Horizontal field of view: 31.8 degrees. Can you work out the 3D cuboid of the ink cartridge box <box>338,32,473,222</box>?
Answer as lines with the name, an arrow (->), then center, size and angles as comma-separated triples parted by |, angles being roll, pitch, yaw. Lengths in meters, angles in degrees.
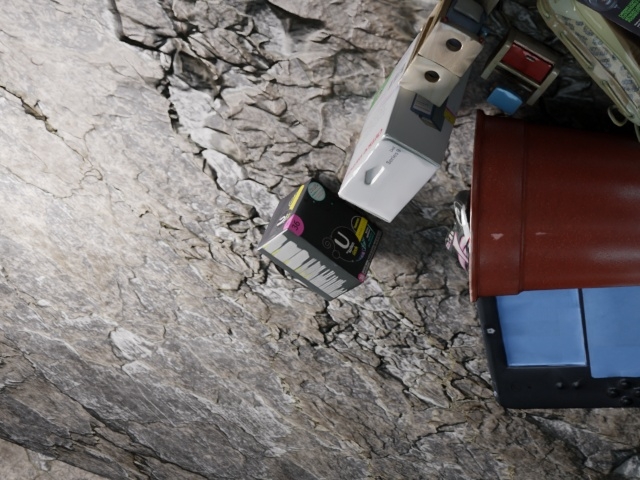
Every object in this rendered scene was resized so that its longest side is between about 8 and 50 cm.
ink cartridge box -> 0.117, -0.155, 1.555 | 0.093, 0.212, 0.154 | 29, 142, -8

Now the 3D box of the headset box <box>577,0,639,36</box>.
headset box -> 0.413, -0.313, 1.189 | 0.283, 0.246, 0.131 | 27, 142, -7

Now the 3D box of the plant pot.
plant pot -> 0.345, -0.044, 1.552 | 0.265, 0.272, 0.272 | 2, 139, 9

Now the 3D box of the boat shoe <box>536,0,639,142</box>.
boat shoe -> 0.390, -0.223, 1.438 | 0.089, 0.104, 0.285 | -21, 115, 47

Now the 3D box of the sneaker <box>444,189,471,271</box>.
sneaker -> 0.230, -0.006, 1.799 | 0.077, 0.072, 0.178 | 11, 136, 32

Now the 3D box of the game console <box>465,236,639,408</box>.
game console -> 0.424, 0.128, 1.783 | 0.342, 0.060, 0.386 | -6, 128, 13

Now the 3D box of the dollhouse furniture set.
dollhouse furniture set -> 0.224, -0.240, 1.467 | 0.184, 0.129, 0.129 | 28, 142, -6

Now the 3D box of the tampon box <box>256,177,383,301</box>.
tampon box -> 0.000, 0.000, 1.874 | 0.161, 0.120, 0.101 | 37, 141, -18
